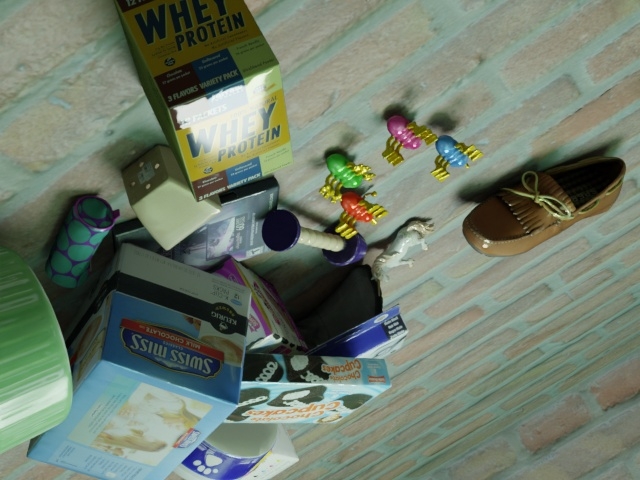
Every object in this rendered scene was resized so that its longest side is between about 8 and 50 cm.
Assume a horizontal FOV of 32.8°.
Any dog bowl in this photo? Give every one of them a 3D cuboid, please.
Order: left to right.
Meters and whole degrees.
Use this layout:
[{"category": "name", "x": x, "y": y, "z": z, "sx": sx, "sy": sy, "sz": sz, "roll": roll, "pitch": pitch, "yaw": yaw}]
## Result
[{"category": "dog bowl", "x": -0.214, "y": 0.335, "z": 2.088, "sx": 0.265, "sy": 0.264, "sz": 0.104, "roll": 8, "pitch": 134, "yaw": -49}]

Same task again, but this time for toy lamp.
[{"category": "toy lamp", "x": 0.000, "y": 0.000, "z": 1.884, "sx": 0.080, "sy": 0.080, "sz": 0.275, "roll": -39, "pitch": 159, "yaw": 21}]

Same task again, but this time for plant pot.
[{"category": "plant pot", "x": -0.223, "y": -0.072, "z": 1.565, "sx": 0.109, "sy": 0.109, "sz": 0.096, "roll": -36, "pitch": 139, "yaw": 15}]

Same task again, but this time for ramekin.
[{"category": "ramekin", "x": -0.470, "y": 0.154, "z": 1.527, "sx": 0.148, "sy": 0.303, "sz": 0.303, "roll": -20, "pitch": 153, "yaw": -31}]

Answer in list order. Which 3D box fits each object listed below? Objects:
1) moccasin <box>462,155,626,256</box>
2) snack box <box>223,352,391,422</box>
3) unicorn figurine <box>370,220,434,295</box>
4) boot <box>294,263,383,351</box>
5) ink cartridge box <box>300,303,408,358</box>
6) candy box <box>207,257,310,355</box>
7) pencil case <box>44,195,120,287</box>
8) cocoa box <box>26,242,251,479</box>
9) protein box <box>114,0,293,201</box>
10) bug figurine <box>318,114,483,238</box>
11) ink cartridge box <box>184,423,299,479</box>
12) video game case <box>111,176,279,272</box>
[{"category": "moccasin", "x": 0.439, "y": -0.073, "z": 2.105, "sx": 0.380, "sy": 0.139, "sz": 0.147, "roll": -15, "pitch": 149, "yaw": -22}, {"category": "snack box", "x": -0.058, "y": 0.264, "z": 1.914, "sx": 0.322, "sy": 0.060, "sz": 0.187, "roll": 6, "pitch": 148, "yaw": -34}, {"category": "unicorn figurine", "x": 0.152, "y": 0.027, "z": 2.099, "sx": 0.111, "sy": 0.060, "sz": 0.161, "roll": 12, "pitch": 103, "yaw": -54}, {"category": "boot", "x": -0.023, "y": 0.182, "z": 2.169, "sx": 0.223, "sy": 0.118, "sz": 0.338, "roll": -5, "pitch": 141, "yaw": -27}, {"category": "ink cartridge box", "x": 0.060, "y": 0.214, "z": 2.062, "sx": 0.223, "sy": 0.045, "sz": 0.224, "roll": -27, "pitch": 164, "yaw": -7}, {"category": "candy box", "x": -0.111, "y": 0.135, "z": 1.924, "sx": 0.071, "sy": 0.159, "sz": 0.233, "roll": -32, "pitch": 160, "yaw": 7}, {"category": "pencil case", "x": -0.354, "y": 0.003, "z": 1.609, "sx": 0.070, "sy": 0.064, "sz": 0.151, "roll": 10, "pitch": 138, "yaw": -27}, {"category": "cocoa box", "x": -0.292, "y": 0.216, "z": 1.746, "sx": 0.232, "sy": 0.227, "sz": 0.347, "roll": 23, "pitch": 136, "yaw": -20}, {"category": "protein box", "x": -0.139, "y": -0.196, "z": 1.314, "sx": 0.136, "sy": 0.199, "sz": 0.201, "roll": -23, "pitch": 152, "yaw": -9}, {"category": "bug figurine", "x": 0.119, "y": -0.120, "z": 1.813, "sx": 0.279, "sy": 0.072, "sz": 0.216, "roll": -30, "pitch": 147, "yaw": 16}, {"category": "ink cartridge box", "x": -0.195, "y": 0.439, "z": 2.386, "sx": 0.171, "sy": 0.168, "sz": 0.233, "roll": -34, "pitch": 151, "yaw": 14}, {"category": "video game case", "x": -0.202, "y": -0.002, "z": 1.782, "sx": 0.274, "sy": 0.026, "sz": 0.196, "roll": -19, "pitch": 151, "yaw": -18}]
